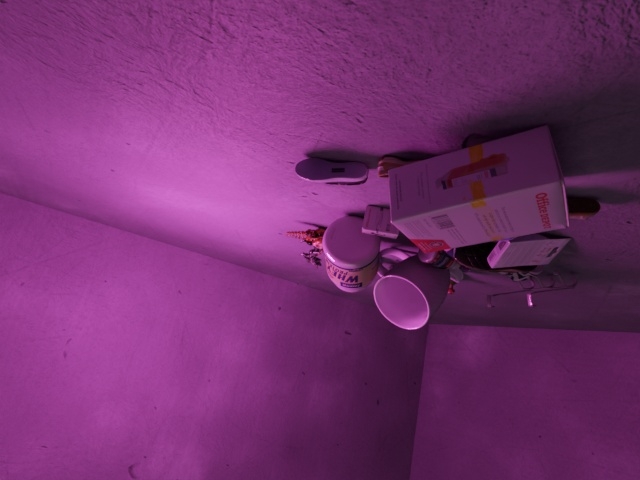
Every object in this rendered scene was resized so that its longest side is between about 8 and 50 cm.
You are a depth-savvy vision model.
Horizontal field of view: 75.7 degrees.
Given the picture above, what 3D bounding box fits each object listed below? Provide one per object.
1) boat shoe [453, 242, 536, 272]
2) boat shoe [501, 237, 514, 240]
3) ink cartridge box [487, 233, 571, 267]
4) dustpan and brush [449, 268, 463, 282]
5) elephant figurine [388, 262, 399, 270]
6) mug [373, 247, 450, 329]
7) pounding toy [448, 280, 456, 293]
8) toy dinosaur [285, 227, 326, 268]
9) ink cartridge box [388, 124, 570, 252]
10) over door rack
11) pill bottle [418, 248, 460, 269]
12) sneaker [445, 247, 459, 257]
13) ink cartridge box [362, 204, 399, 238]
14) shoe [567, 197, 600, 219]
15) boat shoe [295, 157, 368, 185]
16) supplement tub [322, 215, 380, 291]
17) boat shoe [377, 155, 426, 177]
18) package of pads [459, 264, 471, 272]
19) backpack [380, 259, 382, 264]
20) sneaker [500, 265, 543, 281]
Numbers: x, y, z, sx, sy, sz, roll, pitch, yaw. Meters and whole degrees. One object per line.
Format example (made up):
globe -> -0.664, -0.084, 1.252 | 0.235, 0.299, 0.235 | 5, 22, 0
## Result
boat shoe -> 0.711, 0.082, 1.704 | 0.324, 0.122, 0.120 | 9, 169, 8
boat shoe -> 0.657, -0.051, 1.402 | 0.066, 0.066, 0.183 | 26, 149, -28
ink cartridge box -> 0.776, 0.031, 1.551 | 0.233, 0.066, 0.189 | -7, 147, -6
dustpan and brush -> 0.649, 0.137, 2.030 | 0.147, 0.060, 0.211 | 32, 173, 13
elephant figurine -> 0.492, 0.220, 2.268 | 0.240, 0.185, 0.169 | 18, 149, -20
mug -> 0.415, 0.176, 1.920 | 0.374, 0.328, 0.276 | 41, 136, 17
pounding toy -> 0.658, 0.222, 2.226 | 0.183, 0.110, 0.237 | -1, 160, 36
toy dinosaur -> 0.000, 0.000, 1.960 | 0.322, 0.164, 0.218 | 33, 146, -6
ink cartridge box -> 0.408, -0.109, 1.072 | 0.385, 0.160, 0.279 | -12, 155, 29
over door rack -> 0.941, 0.207, 1.849 | 0.325, 0.108, 0.239 | -15, 177, -26
pill bottle -> 0.528, 0.068, 1.800 | 0.180, 0.107, 0.108 | 20, 162, -27
sneaker -> 0.468, -0.028, 1.568 | 0.131, 0.112, 0.319 | 22, 168, 31
ink cartridge box -> 0.231, -0.069, 1.559 | 0.136, 0.099, 0.056 | 11, 165, 6
shoe -> 0.685, -0.093, 1.200 | 0.219, 0.076, 0.058 | 7, 158, 8
boat shoe -> 0.037, -0.207, 1.286 | 0.229, 0.080, 0.076 | 1, 160, 10
supplement tub -> 0.135, 0.070, 1.768 | 0.236, 0.235, 0.324 | 9, 152, 10
boat shoe -> 0.258, -0.190, 1.178 | 0.190, 0.072, 0.068 | 8, 163, 13
package of pads -> 0.711, 0.137, 2.040 | 0.050, 0.031, 0.083 | 8, 164, 4
backpack -> 0.282, 0.130, 2.229 | 0.105, 0.084, 0.114 | 6, 160, 11
sneaker -> 0.831, 0.129, 1.815 | 0.235, 0.094, 0.153 | 0, 154, 6
